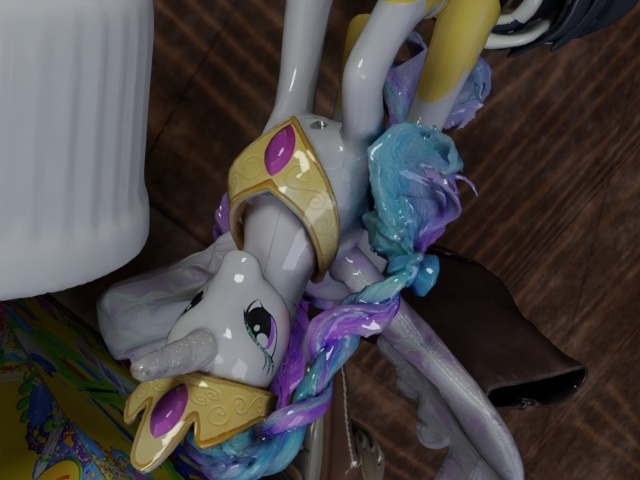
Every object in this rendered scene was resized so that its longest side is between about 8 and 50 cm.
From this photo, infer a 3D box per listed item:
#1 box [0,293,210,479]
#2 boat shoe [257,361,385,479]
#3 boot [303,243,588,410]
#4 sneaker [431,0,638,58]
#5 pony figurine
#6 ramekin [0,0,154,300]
[{"bbox_3d":[-0.163,0.190,0.795,0.177,0.279,0.290,-46,135,-2],"label":"box"},{"bbox_3d":[-0.009,0.193,1.034,0.116,0.123,0.324,-24,141,-29],"label":"boat shoe"},{"bbox_3d":[0.065,0.055,0.923,0.248,0.207,0.090,2,117,-37],"label":"boot"},{"bbox_3d":[0.157,-0.196,0.881,0.321,0.127,0.126,-1,118,-38],"label":"sneaker"},{"bbox_3d":[0.000,0.000,0.732,0.351,0.302,0.364,66,41,-64],"label":"pony figurine"},{"bbox_3d":[-0.213,-0.083,0.585,0.277,0.277,0.135,-2,113,-36],"label":"ramekin"}]
